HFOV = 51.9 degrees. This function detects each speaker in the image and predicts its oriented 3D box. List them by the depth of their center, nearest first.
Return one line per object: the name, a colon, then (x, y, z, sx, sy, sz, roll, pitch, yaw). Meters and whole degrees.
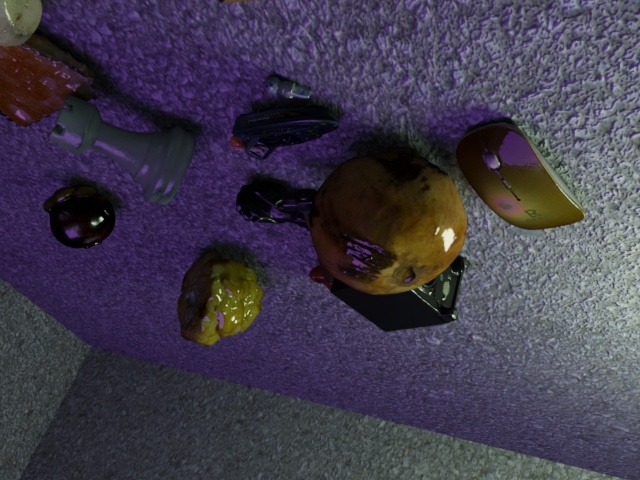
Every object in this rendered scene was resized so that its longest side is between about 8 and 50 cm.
speaker: (0.202, 0.091, 1.651, 0.232, 0.184, 0.254, 38, 144, -30)

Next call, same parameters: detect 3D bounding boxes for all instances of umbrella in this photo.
umbrella: (-0.045, -0.070, 1.622, 0.340, 0.118, 0.118, 14, 151, 13)

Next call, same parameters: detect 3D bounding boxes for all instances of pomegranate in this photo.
pomegranate: (0.137, -0.034, 1.357, 0.322, 0.322, 0.322, 17, 152, 9)

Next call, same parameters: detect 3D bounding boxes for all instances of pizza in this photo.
pizza: (-0.749, -0.429, 1.507, 0.435, 0.080, 0.392, -7, 143, 40)

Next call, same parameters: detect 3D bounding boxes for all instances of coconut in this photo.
coconut: (-0.655, -0.463, 1.291, 0.183, 0.170, 0.170, 8, 149, 16)

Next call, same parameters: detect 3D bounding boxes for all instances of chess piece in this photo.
chess piece: (-0.460, -0.220, 1.521, 0.299, 0.194, 0.195, 23, 153, -21)

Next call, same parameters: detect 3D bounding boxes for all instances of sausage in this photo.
sausage: (0.055, 0.116, 1.914, 0.179, 0.089, 0.089, 22, 152, 6)

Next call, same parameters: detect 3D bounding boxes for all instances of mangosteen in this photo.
mangosteen: (-0.734, -0.074, 2.021, 0.210, 0.209, 0.209, 17, 152, 9)

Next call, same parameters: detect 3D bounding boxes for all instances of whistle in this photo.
whistle: (-0.069, -0.302, 1.305, 0.100, 0.035, 0.035, 16, 152, 7)

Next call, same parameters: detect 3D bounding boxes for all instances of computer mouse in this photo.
computer mouse: (0.392, -0.109, 1.283, 0.158, 0.071, 0.310, -14, 135, 45)

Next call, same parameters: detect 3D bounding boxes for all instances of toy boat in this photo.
toy boat: (-0.070, -0.230, 1.368, 0.246, 0.103, 0.093, -3, 168, 30)

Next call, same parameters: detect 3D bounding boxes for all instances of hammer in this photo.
hammer: (0.000, 0.000, 1.600, 0.111, 0.043, 0.365, -2, 145, 11)

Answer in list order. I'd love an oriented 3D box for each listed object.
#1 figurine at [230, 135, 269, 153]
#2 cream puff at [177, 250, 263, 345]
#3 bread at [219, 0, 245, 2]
figurine: (-0.160, -0.220, 1.492, 0.109, 0.064, 0.047, 19, 131, 37)
cream puff: (-0.302, 0.196, 2.114, 0.257, 0.291, 0.324, 13, 140, -33)
bread: (-0.091, -0.467, 1.013, 0.140, 0.169, 0.160, -28, 85, 55)
